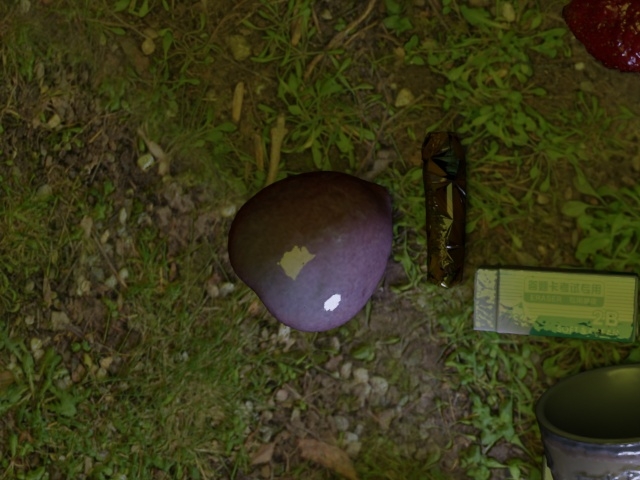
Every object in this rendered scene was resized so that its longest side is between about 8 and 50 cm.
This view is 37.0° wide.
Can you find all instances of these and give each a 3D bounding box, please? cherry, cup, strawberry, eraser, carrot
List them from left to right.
[{"bbox_3d":[-0.009,0.004,1.396,0.239,0.206,0.239,0,89,33],"label":"cherry"},{"bbox_3d":[0.181,-0.045,1.397,0.069,0.069,0.228,0,96,21],"label":"carrot"},{"bbox_3d":[0.333,0.088,1.355,0.225,0.052,0.095,3,97,21],"label":"eraser"},{"bbox_3d":[0.416,-0.306,1.289,0.187,0.082,0.146,14,92,24],"label":"strawberry"},{"bbox_3d":[0.455,0.313,1.252,0.301,0.227,0.257,-10,106,16],"label":"cup"}]

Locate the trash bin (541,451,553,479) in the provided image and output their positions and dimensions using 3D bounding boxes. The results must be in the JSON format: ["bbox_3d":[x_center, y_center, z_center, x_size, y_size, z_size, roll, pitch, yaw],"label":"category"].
[{"bbox_3d":[0.347,0.351,1.373,0.061,0.043,0.092,-1,92,21],"label":"trash bin"}]
